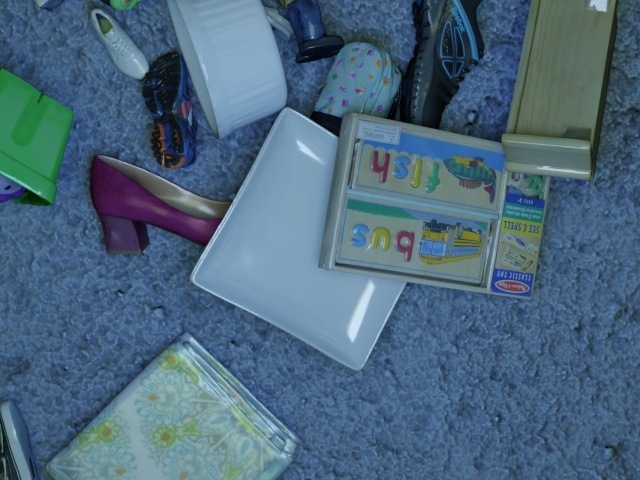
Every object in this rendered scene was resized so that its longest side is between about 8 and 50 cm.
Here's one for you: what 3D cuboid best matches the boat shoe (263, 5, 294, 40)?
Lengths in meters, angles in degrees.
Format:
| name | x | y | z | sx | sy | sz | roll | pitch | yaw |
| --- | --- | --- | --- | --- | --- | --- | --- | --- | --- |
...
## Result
| name | x | y | z | sx | sy | sz | roll | pitch | yaw |
| --- | --- | --- | --- | --- | --- | --- | --- | --- | --- |
| boat shoe | -0.089 | -0.404 | 1.905 | 0.100 | 0.035 | 0.035 | 34 | 66 | -1 |

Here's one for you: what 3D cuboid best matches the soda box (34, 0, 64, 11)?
| name | x | y | z | sx | sy | sz | roll | pitch | yaw |
| --- | --- | --- | --- | --- | --- | --- | --- | --- | --- |
| soda box | -0.537 | -0.543 | 1.839 | 0.098 | 0.091 | 0.286 | -40 | 96 | 3 |

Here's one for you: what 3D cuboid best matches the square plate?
| name | x | y | z | sx | sy | sz | roll | pitch | yaw |
| --- | --- | --- | --- | --- | --- | --- | --- | --- | --- |
| square plate | 0.000 | 0.000 | 1.835 | 0.347 | 0.049 | 0.344 | 30 | 84 | -14 |

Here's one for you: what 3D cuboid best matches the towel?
| name | x | y | z | sx | sy | sz | roll | pitch | yaw |
| --- | --- | --- | --- | --- | --- | --- | --- | --- | --- |
| towel | -0.267 | 0.400 | 1.950 | 0.374 | 0.090 | 0.320 | -44 | 93 | 2 |

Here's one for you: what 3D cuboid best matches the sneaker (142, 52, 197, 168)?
| name | x | y | z | sx | sy | sz | roll | pitch | yaw |
| --- | --- | --- | --- | --- | --- | --- | --- | --- | --- |
| sneaker | -0.264 | -0.230 | 1.893 | 0.083 | 0.087 | 0.221 | -6 | 80 | 20 |

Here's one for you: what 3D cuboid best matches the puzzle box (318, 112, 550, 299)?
| name | x | y | z | sx | sy | sz | roll | pitch | yaw |
| --- | --- | --- | --- | --- | --- | --- | --- | --- | --- |
| puzzle box | 0.208 | -0.053 | 1.837 | 0.409 | 0.052 | 0.272 | 8 | 91 | -22 |

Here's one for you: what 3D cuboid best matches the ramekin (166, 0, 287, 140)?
| name | x | y | z | sx | sy | sz | roll | pitch | yaw |
| --- | --- | --- | --- | --- | --- | --- | --- | --- | --- |
| ramekin | -0.157 | -0.323 | 1.792 | 0.135 | 0.277 | 0.277 | -20 | 96 | -8 |

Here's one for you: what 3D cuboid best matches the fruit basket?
| name | x | y | z | sx | sy | sz | roll | pitch | yaw |
| --- | --- | --- | --- | --- | --- | --- | --- | --- | --- |
| fruit basket | -0.646 | -0.131 | 1.765 | 0.392 | 0.283 | 0.392 | -1 | 92 | -29 |

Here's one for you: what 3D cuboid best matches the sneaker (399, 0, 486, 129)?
| name | x | y | z | sx | sy | sz | roll | pitch | yaw |
| --- | --- | --- | --- | --- | --- | --- | --- | --- | --- |
| sneaker | 0.225 | -0.314 | 1.880 | 0.140 | 0.125 | 0.341 | 8 | 98 | -9 |

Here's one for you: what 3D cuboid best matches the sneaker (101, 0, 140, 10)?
| name | x | y | z | sx | sy | sz | roll | pitch | yaw |
| --- | --- | --- | --- | --- | --- | --- | --- | --- | --- |
| sneaker | -0.393 | -0.631 | 1.818 | 0.202 | 0.185 | 0.482 | -10 | 93 | 17 |

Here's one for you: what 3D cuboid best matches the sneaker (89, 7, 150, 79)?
| name | x | y | z | sx | sy | sz | roll | pitch | yaw |
| --- | --- | --- | --- | --- | --- | --- | --- | --- | --- |
| sneaker | -0.364 | -0.351 | 1.882 | 0.054 | 0.061 | 0.152 | -39 | 97 | 0 |

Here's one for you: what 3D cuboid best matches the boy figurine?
| name | x | y | z | sx | sy | sz | roll | pitch | yaw |
| --- | --- | --- | --- | --- | --- | --- | --- | --- | --- |
| boy figurine | -0.040 | -0.455 | 1.833 | 0.092 | 0.177 | 0.285 | -13 | 84 | -9 |

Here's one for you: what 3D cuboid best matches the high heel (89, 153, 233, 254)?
| name | x | y | z | sx | sy | sz | roll | pitch | yaw |
| --- | --- | --- | --- | --- | --- | --- | --- | --- | --- |
| high heel | -0.223 | -0.080 | 1.875 | 0.377 | 0.127 | 0.181 | -7 | 107 | 2 |

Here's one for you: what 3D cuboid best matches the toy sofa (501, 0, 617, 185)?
| name | x | y | z | sx | sy | sz | roll | pitch | yaw |
| --- | --- | --- | --- | --- | --- | --- | --- | --- | --- |
| toy sofa | 0.423 | -0.285 | 1.840 | 0.150 | 0.177 | 0.362 | 8 | 73 | 17 |

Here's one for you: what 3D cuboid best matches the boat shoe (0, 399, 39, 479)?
| name | x | y | z | sx | sy | sz | roll | pitch | yaw |
| --- | --- | --- | --- | --- | --- | --- | --- | --- | --- |
| boat shoe | -0.570 | 0.404 | 1.939 | 0.070 | 0.078 | 0.219 | -12 | 98 | -2 |

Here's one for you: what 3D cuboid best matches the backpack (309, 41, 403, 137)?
| name | x | y | z | sx | sy | sz | roll | pitch | yaw |
| --- | --- | --- | --- | --- | --- | --- | --- | --- | --- |
| backpack | 0.071 | -0.258 | 1.868 | 0.152 | 0.115 | 0.182 | 23 | 85 | 26 |
